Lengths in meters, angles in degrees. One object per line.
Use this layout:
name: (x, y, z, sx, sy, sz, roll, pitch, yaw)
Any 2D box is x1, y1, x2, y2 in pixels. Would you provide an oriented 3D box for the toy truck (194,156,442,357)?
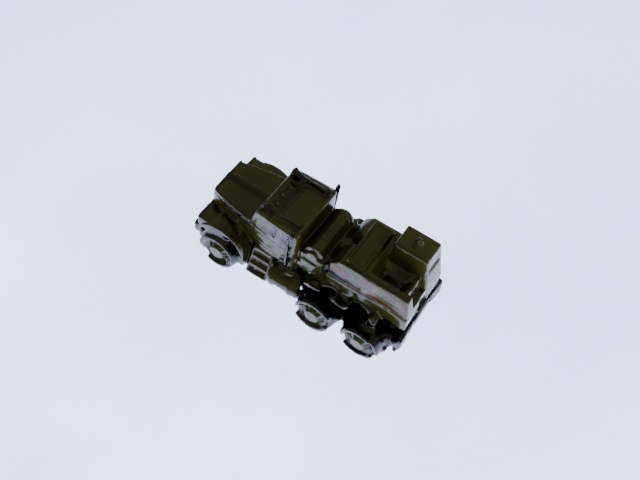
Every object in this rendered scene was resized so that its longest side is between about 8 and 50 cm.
toy truck: (-0.002, 0.002, 0.982, 0.257, 0.127, 0.127, 29, -122, 18)
